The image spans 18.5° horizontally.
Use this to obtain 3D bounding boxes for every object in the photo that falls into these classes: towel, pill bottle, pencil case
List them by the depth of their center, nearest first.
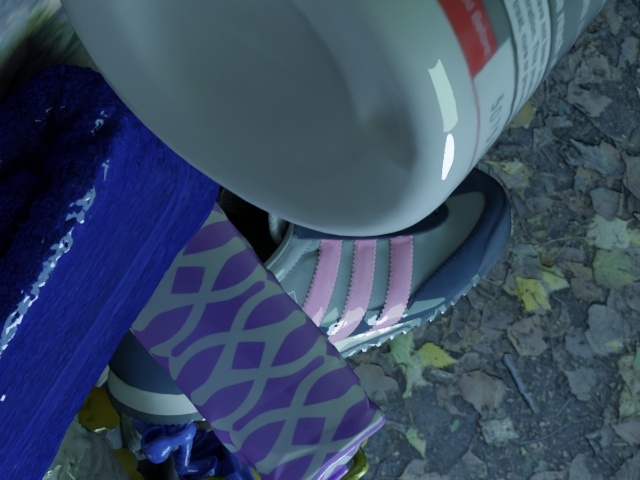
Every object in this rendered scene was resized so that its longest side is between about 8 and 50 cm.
[{"bbox_3d":[0.053,-0.150,0.673,0.283,0.161,0.161,-49,176,-28],"label":"pill bottle"},{"bbox_3d":[-0.141,0.032,0.866,0.227,0.076,0.308,-58,176,-1],"label":"towel"},{"bbox_3d":[-0.053,0.051,1.086,0.086,0.206,0.088,-36,174,-21],"label":"pencil case"}]

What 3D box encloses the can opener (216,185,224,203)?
[{"bbox_3d":[0.002,-0.066,1.371,0.283,0.095,0.076,-44,176,-4],"label":"can opener"}]

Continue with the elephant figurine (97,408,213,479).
[{"bbox_3d":[-0.169,0.205,1.649,0.186,0.169,0.239,-20,-178,-20],"label":"elephant figurine"}]

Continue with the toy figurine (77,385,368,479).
[{"bbox_3d":[-0.023,0.190,1.353,0.191,0.217,0.362,-35,-153,0],"label":"toy figurine"}]

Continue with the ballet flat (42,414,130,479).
[{"bbox_3d":[-0.268,0.246,1.147,0.409,0.147,0.147,-53,177,-27],"label":"ballet flat"}]

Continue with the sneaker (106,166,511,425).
[{"bbox_3d":[0.000,0.000,1.262,0.319,0.112,0.131,-28,131,-31],"label":"sneaker"}]
